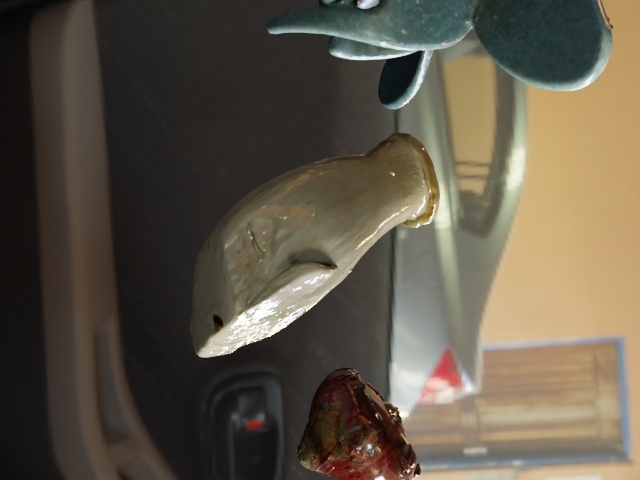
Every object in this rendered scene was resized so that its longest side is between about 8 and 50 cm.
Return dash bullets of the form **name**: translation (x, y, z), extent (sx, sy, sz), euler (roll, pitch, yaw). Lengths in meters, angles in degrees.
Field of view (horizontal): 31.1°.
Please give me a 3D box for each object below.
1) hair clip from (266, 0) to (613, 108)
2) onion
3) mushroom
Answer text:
- **hair clip**: translation (0.111, -0.328, 1.223), extent (0.392, 0.238, 0.318), euler (8, -97, 60)
- **onion**: translation (0.042, 0.265, 1.521), extent (0.184, 0.147, 0.184), euler (60, 6, -10)
- **mushroom**: translation (-0.007, -0.006, 0.903), extent (0.096, 0.247, 0.108), euler (-1, -59, 57)
